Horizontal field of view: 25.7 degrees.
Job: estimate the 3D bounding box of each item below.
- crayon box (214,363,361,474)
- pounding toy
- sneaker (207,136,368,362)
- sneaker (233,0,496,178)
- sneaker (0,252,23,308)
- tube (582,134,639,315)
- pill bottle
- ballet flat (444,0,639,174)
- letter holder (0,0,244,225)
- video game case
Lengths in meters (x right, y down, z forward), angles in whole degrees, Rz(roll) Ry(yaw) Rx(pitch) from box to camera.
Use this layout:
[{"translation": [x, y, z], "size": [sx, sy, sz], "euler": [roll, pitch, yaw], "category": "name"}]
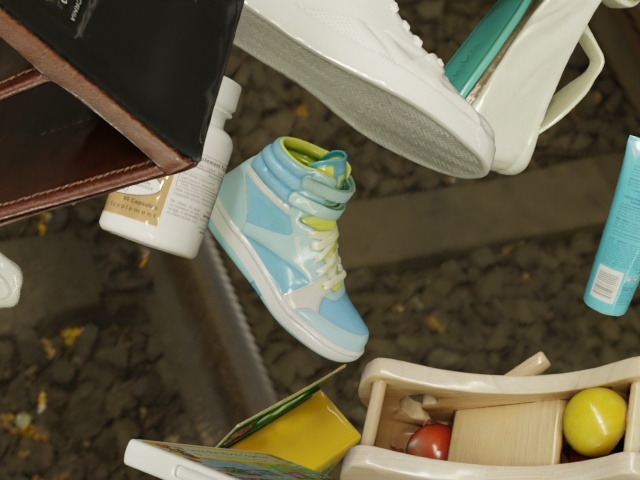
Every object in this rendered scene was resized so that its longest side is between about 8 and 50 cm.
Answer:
[{"translation": [-0.087, 0.283, 1.552], "size": [0.081, 0.318, 0.202], "euler": [49, 38, 13], "category": "crayon box"}, {"translation": [0.111, 0.109, 0.927], "size": [0.154, 0.269, 0.155], "euler": [37, 53, -35], "category": "pounding toy"}, {"translation": [0.000, 0.000, 1.901], "size": [0.319, 0.208, 0.127], "euler": [50, 23, -3], "category": "sneaker"}, {"translation": [0.051, -0.188, 1.158], "size": [0.292, 0.108, 0.169], "euler": [34, 67, -17], "category": "sneaker"}, {"translation": [-0.419, 0.080, 1.421], "size": [0.118, 0.292, 0.110], "euler": [28, 45, -42], "category": "sneaker"}, {"translation": [0.355, -0.014, 1.595], "size": [0.080, 0.207, 0.052], "euler": [14, 25, -4], "category": "tube"}, {"translation": [-0.183, -0.103, 1.776], "size": [0.131, 0.131, 0.229], "euler": [20, 86, -20], "category": "pill bottle"}, {"translation": [0.246, -0.237, 1.395], "size": [0.139, 0.139, 0.400], "euler": [34, 83, -9], "category": "ballet flat"}, {"translation": [-0.150, -0.174, 0.704], "size": [0.152, 0.214, 0.302], "euler": [40, 50, -37], "category": "letter holder"}, {"translation": [-0.024, 0.219, 1.210], "size": [0.227, 0.206, 0.026], "euler": [20, 86, -59], "category": "video game case"}]
